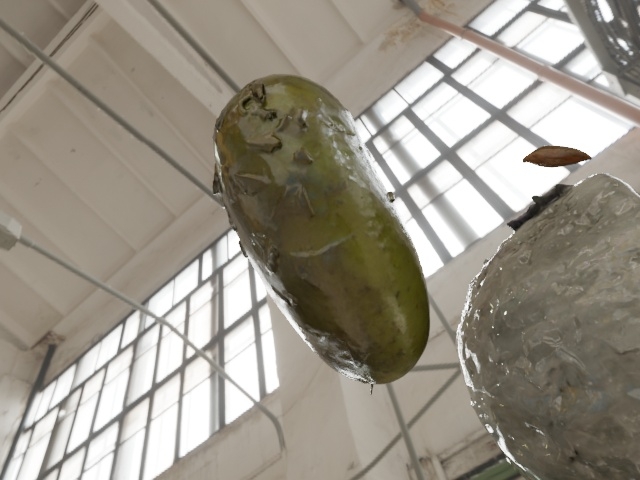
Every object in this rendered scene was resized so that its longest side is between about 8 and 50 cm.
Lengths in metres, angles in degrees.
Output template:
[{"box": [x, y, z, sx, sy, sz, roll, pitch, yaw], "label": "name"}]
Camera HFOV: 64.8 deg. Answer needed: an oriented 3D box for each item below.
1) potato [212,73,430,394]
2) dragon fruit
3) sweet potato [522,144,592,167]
[{"box": [0.000, 0.000, 0.373, 0.113, 0.149, 0.252, -23, -83, -25], "label": "potato"}, {"box": [0.236, 0.122, 0.374, 0.283, 0.204, 0.221, 39, -59, -17], "label": "dragon fruit"}, {"box": [0.350, -0.125, 0.749, 0.095, 0.034, 0.034, 5, -49, 30], "label": "sweet potato"}]
